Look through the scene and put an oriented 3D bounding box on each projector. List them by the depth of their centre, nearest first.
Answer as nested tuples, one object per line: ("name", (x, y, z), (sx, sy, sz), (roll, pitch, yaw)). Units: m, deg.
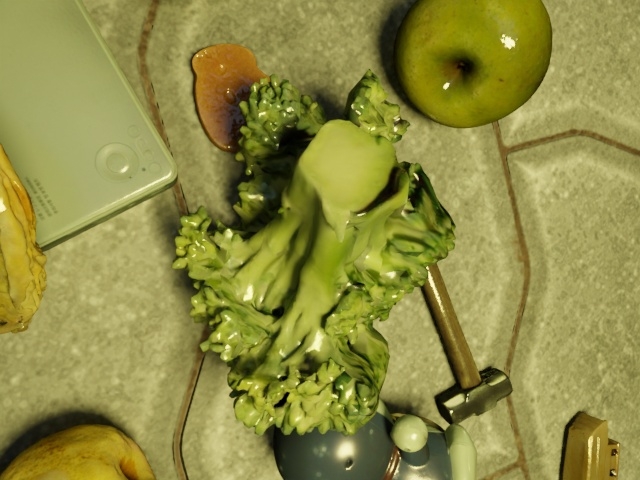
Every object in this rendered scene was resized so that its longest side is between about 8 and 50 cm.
("projector", (-0.302, -0.135, 0.509), (0.192, 0.099, 0.256), (-31, 99, -15))

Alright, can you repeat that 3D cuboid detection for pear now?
("pear", (-0.263, 0.290, 0.487), (0.178, 0.178, 0.177), (0, 90, -17))

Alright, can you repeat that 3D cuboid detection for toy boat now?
("toy boat", (0.437, 0.383, 0.752), (0.077, 0.057, 0.200), (8, 88, -23))

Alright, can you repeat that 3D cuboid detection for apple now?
("apple", (0.199, -0.248, 0.614), (0.196, 0.196, 0.157), (43, 56, -12))

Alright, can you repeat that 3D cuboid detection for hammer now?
("hammer", (0.170, 0.086, 0.684), (0.111, 0.043, 0.365), (-23, 94, -14))

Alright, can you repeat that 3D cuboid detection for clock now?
("clock", (0.062, 0.259, 0.576), (0.244, 0.199, 0.146), (22, 52, -5))

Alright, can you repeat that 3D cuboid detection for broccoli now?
("broccoli", (-0.002, -0.004, 0.513), (0.277, 0.317, 0.338), (28, 38, 10))

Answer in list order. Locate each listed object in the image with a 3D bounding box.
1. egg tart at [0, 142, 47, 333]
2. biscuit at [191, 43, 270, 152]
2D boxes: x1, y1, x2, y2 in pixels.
("egg tart", (-0.361, -0.030, 0.398), (0.116, 0.295, 0.294), (-37, 102, -43))
("biscuit", (-0.104, -0.184, 0.605), (0.118, 0.023, 0.139), (-5, 91, -17))
